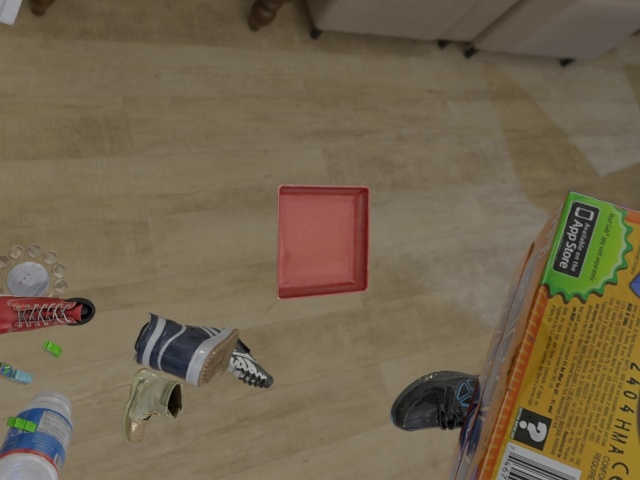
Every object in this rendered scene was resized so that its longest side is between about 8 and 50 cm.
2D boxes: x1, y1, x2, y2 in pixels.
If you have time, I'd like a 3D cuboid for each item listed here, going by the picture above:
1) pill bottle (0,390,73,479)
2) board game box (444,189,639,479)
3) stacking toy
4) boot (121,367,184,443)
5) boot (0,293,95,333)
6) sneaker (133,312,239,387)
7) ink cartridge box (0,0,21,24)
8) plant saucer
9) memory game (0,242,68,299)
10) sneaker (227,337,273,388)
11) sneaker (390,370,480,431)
[{"bbox_3d":[-0.571,0.407,1.269,0.124,0.221,0.124,-4,113,-9],"label":"pill bottle"},{"bbox_3d":[0.361,0.213,0.699,0.356,0.356,0.357,19,77,13],"label":"board game box"},{"bbox_3d":[-0.583,0.238,1.145,0.221,0.052,0.167,48,46,-49],"label":"stacking toy"},{"bbox_3d":[-0.464,0.479,1.753,0.077,0.165,0.213,17,84,-56],"label":"boot"},{"bbox_3d":[-0.617,0.157,1.352,0.244,0.176,0.089,-2,90,-60],"label":"boot"},{"bbox_3d":[-0.251,0.196,1.192,0.153,0.282,0.099,18,89,4],"label":"sneaker"},{"bbox_3d":[-0.478,-0.396,0.670,0.303,0.072,0.307,12,44,-35],"label":"ink cartridge box"},{"bbox_3d":[0.000,0.000,1.470,0.259,0.047,0.259,-3,95,-35],"label":"plant saucer"},{"bbox_3d":[-0.714,0.098,1.539,0.186,0.012,0.186,-1,93,-26],"label":"memory game"},{"bbox_3d":[-0.228,0.333,1.796,0.234,0.078,0.106,29,51,-6],"label":"sneaker"},{"bbox_3d":[0.325,0.365,1.395,0.340,0.140,0.125,-14,122,-5],"label":"sneaker"}]
